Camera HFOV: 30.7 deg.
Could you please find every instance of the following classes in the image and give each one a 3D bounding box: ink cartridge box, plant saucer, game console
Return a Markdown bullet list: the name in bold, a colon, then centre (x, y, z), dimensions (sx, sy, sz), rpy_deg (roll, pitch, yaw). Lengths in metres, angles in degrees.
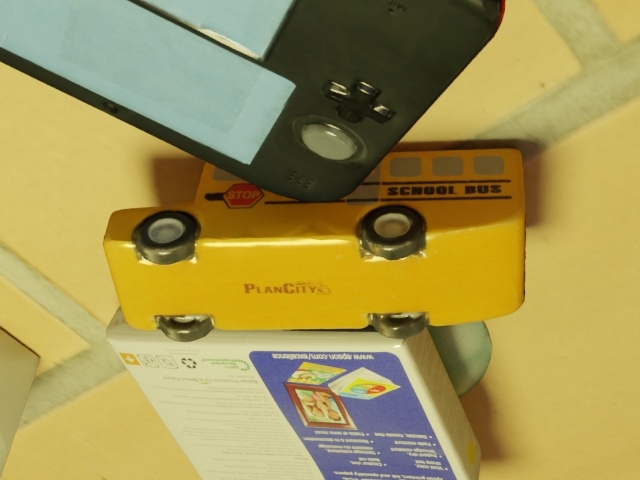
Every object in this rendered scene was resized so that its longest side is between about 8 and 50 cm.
- **ink cartridge box**: centre (-0.010, 0.174, 1.125), dimensions (0.304, 0.072, 0.307), rpy_deg (-2, 136, 25)
- **plant saucer**: centre (0.067, 0.118, 1.123), dimensions (0.195, 0.037, 0.195), rpy_deg (3, 132, 4)
- **game console**: centre (-0.111, -0.162, 0.755), dimensions (0.387, 0.060, 0.342), rpy_deg (25, 161, -8)

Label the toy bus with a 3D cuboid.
- **toy bus**: centre (0.000, 0.000, 0.960), dimensions (0.333, 0.130, 0.108), rpy_deg (-1, 133, 7)

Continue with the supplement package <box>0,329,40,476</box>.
- **supplement package**: centre (-0.452, 0.182, 1.129), dimensions (0.263, 0.198, 0.199), rpy_deg (-29, 124, 28)
